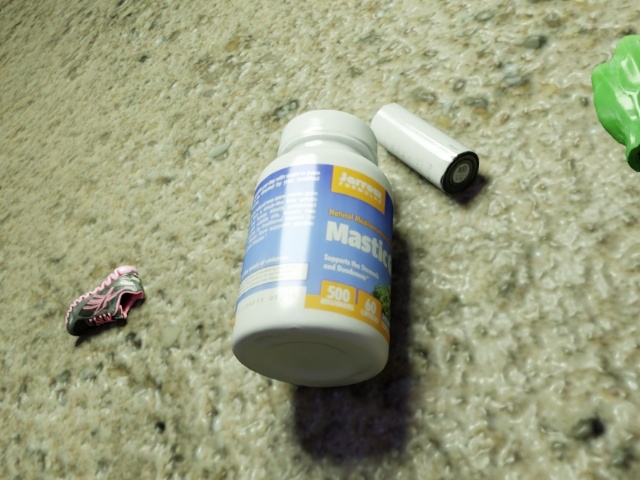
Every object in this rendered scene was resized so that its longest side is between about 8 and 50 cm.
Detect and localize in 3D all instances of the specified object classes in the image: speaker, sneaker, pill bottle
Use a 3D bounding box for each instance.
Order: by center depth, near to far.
[{"bbox_3d":[0.000,0.000,0.714,0.152,0.152,0.272,-10,55,24],"label":"pill bottle"},{"bbox_3d":[0.116,-0.108,0.788,0.055,0.055,0.136,-43,48,-3],"label":"speaker"},{"bbox_3d":[-0.278,0.088,0.889,0.119,0.047,0.057,-42,60,-1],"label":"sneaker"}]

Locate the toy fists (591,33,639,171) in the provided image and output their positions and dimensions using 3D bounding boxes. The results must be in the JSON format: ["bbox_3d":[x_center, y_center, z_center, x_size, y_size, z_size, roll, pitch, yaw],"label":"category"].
[{"bbox_3d":[0.403,-0.156,0.636,0.279,0.096,0.142,-12,61,20],"label":"toy fists"}]
